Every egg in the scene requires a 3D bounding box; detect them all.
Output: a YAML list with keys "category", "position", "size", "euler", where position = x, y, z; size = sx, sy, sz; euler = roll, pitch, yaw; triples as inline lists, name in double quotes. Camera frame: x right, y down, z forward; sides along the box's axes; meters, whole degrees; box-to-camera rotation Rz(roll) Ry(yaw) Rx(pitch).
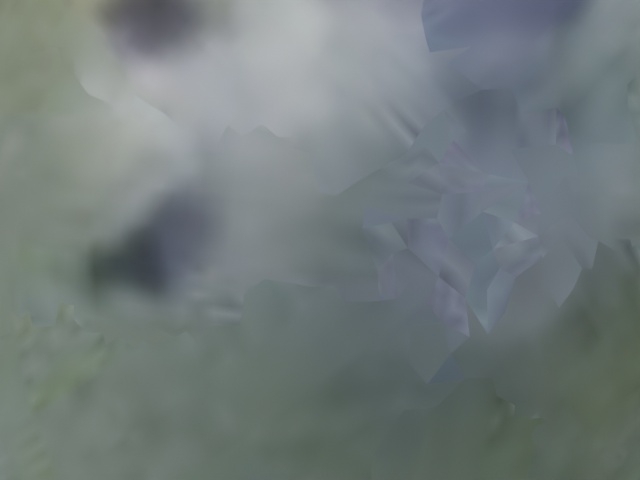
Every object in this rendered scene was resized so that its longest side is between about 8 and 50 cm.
- category: "egg"
  position: [0.000, 0.000, 0.680]
  size: [0.345, 0.345, 0.428]
  euler: [29, 83, -11]
